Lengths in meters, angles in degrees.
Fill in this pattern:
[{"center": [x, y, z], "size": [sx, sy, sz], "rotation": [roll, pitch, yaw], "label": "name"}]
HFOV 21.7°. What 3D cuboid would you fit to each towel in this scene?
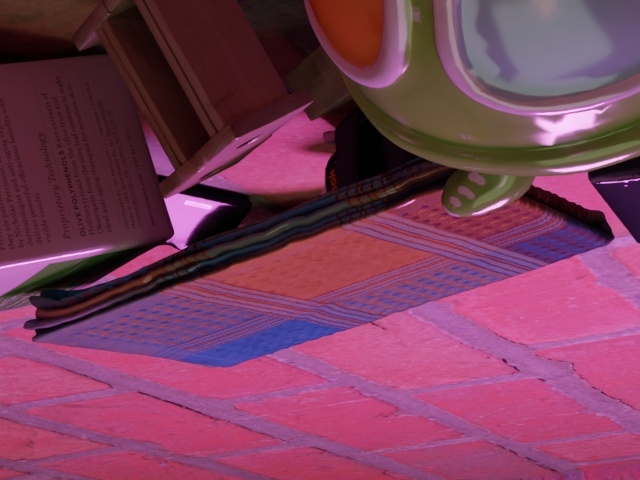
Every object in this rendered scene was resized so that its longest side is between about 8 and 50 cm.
[{"center": [0.002, 0.022, 1.258], "size": [0.370, 0.040, 0.271], "rotation": [-20, 162, 27], "label": "towel"}]

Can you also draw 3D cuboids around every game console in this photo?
[{"center": [-0.146, -0.029, 1.556], "size": [0.122, 0.071, 0.107], "rotation": [11, 128, -41], "label": "game console"}]

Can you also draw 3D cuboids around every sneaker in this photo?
[{"center": [0.075, -0.055, 1.328], "size": [0.128, 0.126, 0.321], "rotation": [-7, 165, -10], "label": "sneaker"}]

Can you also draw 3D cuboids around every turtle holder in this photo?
[{"center": [0.139, -0.168, 0.795], "size": [0.320, 0.243, 0.227], "rotation": [-1, 148, 21], "label": "turtle holder"}]

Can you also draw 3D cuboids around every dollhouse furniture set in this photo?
[{"center": [-0.042, -0.134, 1.117], "size": [0.184, 0.129, 0.129], "rotation": [-28, 178, -32], "label": "dollhouse furniture set"}]

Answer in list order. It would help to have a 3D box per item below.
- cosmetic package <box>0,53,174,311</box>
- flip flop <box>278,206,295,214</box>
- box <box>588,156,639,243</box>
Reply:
[{"center": [-0.317, -0.019, 1.174], "size": [0.366, 0.155, 0.197], "rotation": [-13, 172, -37], "label": "cosmetic package"}, {"center": [0.000, 0.000, 1.590], "size": [0.277, 0.080, 0.112], "rotation": [-25, 155, 15], "label": "flip flop"}, {"center": [0.217, -0.118, 1.014], "size": [0.108, 0.207, 0.153], "rotation": [-10, 162, 19], "label": "box"}]
